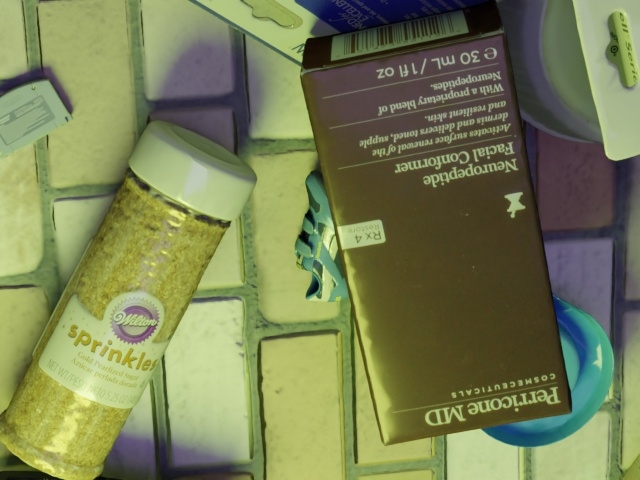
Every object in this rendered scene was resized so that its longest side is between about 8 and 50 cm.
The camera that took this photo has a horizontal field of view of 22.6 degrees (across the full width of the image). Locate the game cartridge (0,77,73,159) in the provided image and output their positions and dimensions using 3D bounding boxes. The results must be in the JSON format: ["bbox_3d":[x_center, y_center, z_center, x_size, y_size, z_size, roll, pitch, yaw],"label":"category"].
[{"bbox_3d":[-0.291,-0.122,1.567,0.083,0.017,0.056,-29,113,0],"label":"game cartridge"}]

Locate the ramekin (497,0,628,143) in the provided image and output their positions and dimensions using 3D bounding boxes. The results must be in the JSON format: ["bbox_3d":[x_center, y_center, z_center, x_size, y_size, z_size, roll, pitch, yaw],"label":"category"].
[{"bbox_3d":[0.297,-0.216,1.577,0.273,0.127,0.273,-3,107,-8],"label":"ramekin"}]

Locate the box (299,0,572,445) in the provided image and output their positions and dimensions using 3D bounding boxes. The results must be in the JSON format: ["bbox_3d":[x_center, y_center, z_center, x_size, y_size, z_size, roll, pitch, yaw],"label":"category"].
[{"bbox_3d":[0.110,-0.014,1.511,0.191,0.143,0.381,-11,110,6],"label":"box"}]

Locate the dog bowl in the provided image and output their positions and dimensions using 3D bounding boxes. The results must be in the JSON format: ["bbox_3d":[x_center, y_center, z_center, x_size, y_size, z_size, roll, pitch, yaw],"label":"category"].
[{"bbox_3d":[0.169,0.092,1.678,0.297,0.074,0.166,36,98,-17],"label":"dog bowl"}]

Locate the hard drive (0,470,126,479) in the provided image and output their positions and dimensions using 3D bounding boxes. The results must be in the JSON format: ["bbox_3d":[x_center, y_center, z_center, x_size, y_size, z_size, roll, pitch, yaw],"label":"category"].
[{"bbox_3d":[-0.231,0.311,1.657,0.254,0.054,0.172,11,131,-14],"label":"hard drive"}]

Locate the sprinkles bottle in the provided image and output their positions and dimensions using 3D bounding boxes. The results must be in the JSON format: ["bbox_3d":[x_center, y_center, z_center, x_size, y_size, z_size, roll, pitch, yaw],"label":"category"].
[{"bbox_3d":[-0.193,0.061,1.584,0.121,0.121,0.355,25,102,-16],"label":"sprinkles bottle"}]

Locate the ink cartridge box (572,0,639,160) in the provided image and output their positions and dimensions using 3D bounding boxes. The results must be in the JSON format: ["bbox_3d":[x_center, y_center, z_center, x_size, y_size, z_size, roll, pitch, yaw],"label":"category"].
[{"bbox_3d":[0.380,-0.223,1.456,0.353,0.119,0.207,-18,108,-9],"label":"ink cartridge box"}]

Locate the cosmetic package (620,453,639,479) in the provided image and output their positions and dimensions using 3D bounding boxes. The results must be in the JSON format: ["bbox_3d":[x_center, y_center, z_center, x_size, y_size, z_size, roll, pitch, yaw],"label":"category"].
[{"bbox_3d":[0.421,0.275,1.737,0.129,0.153,0.296,31,98,-15],"label":"cosmetic package"}]

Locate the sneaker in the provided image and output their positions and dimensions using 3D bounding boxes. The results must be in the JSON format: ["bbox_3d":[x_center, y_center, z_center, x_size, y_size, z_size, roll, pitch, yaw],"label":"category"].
[{"bbox_3d":[0.000,0.000,1.633,0.059,0.053,0.144,-14,107,-3],"label":"sneaker"}]

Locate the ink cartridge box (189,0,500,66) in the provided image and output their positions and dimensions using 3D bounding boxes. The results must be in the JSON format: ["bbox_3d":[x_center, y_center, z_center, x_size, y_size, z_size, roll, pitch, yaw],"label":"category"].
[{"bbox_3d":[0.041,-0.274,1.433,0.307,0.072,0.303,-19,154,30],"label":"ink cartridge box"}]
